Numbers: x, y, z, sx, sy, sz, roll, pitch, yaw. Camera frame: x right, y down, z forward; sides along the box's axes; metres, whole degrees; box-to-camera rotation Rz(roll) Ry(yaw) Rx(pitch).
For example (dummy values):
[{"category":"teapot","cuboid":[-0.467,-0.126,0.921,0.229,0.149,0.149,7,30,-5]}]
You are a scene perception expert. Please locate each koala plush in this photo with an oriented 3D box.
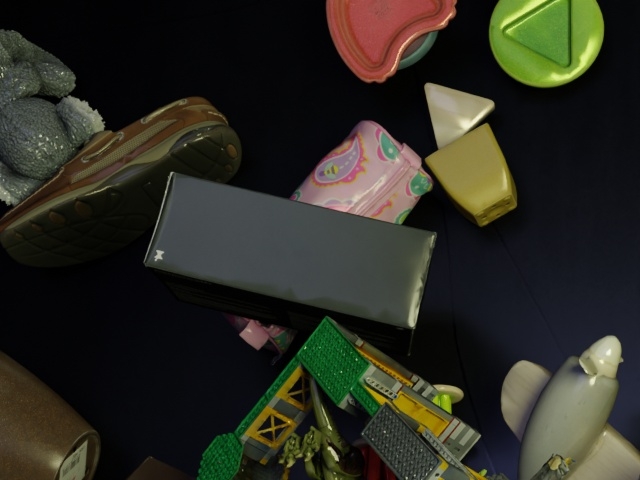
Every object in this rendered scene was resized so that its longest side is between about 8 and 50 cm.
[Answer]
[{"category":"koala plush","cuboid":[-0.404,-0.156,1.574,0.196,0.203,0.221,-43,68,-1]}]

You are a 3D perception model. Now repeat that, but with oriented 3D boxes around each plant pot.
[{"category":"plant pot","cuboid":[-0.378,0.226,1.356,0.230,0.215,0.215,19,72,16]},{"category":"plant pot","cuboid":[0.177,-0.065,1.327,0.081,0.081,0.083,-29,66,7]}]

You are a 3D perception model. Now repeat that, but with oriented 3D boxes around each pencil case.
[{"category":"pencil case","cuboid":[0.000,0.000,1.339,0.284,0.124,0.124,-48,56,-7]}]

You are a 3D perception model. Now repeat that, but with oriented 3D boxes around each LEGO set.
[{"category":"LEGO set","cuboid":[0.058,0.238,1.068,0.255,0.192,0.331,-57,33,-2]}]

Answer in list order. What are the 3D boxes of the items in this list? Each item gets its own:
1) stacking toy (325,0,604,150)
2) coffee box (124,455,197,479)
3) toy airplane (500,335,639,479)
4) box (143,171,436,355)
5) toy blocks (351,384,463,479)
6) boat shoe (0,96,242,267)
[{"category":"stacking toy","cuboid":[0.182,-0.269,1.444,0.309,0.130,0.280,-33,82,8]},{"category":"coffee box","cuboid":[-0.099,0.354,1.167,0.297,0.119,0.168,17,44,29]},{"category":"toy airplane","cuboid":[0.311,0.253,0.979,0.386,0.272,0.384,-7,57,30]},{"category":"box","cuboid":[-0.024,0.028,1.183,0.261,0.184,0.103,13,80,5]},{"category":"toy blocks","cuboid":[0.091,0.230,1.222,0.123,0.054,0.148,-8,63,18]},{"category":"boat shoe","cuboid":[-0.257,-0.077,1.508,0.324,0.123,0.120,-26,51,0]}]
